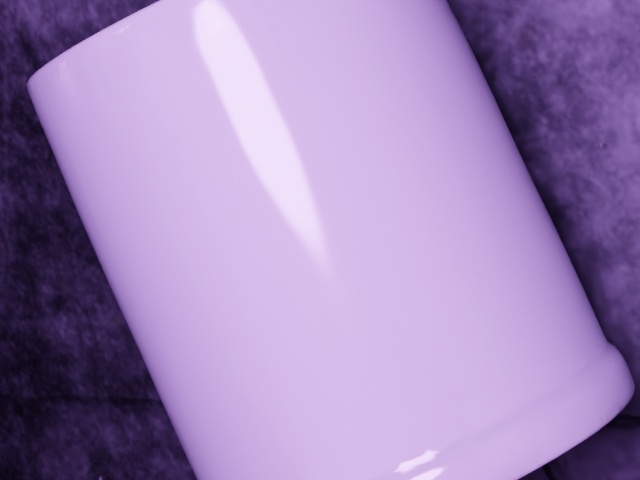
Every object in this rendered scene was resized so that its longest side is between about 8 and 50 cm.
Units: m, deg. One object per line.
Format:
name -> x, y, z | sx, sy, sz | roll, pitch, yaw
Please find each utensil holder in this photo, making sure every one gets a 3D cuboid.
utensil holder -> 0.000, 0.000, 1.416 | 0.327, 0.327, 0.385 | -24, 93, 41
